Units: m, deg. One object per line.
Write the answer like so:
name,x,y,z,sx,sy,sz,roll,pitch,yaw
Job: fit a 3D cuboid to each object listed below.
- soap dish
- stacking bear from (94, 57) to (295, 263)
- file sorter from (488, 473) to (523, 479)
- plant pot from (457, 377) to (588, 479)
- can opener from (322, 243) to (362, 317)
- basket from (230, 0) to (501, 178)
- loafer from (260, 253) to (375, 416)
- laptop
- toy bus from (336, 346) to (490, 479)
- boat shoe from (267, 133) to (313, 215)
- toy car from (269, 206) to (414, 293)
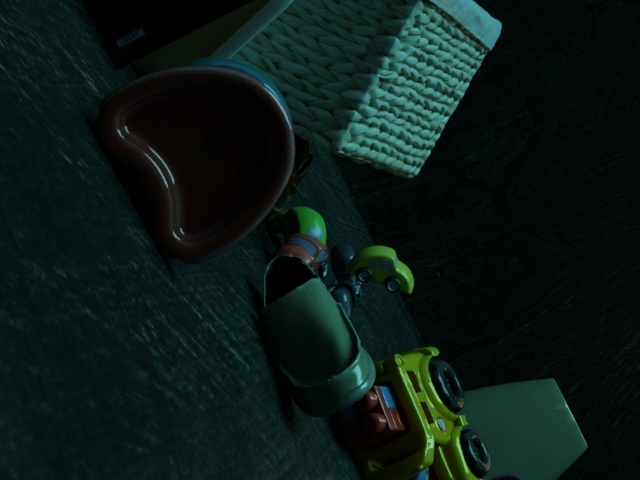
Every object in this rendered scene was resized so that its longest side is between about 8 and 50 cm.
soap dish,-0.158,-0.333,1.605,0.118,0.229,0.291,35,24,-40
stacking bear,-0.110,-0.106,1.349,0.175,0.164,0.289,62,2,-11
file sorter,0.222,0.448,1.549,0.291,0.202,0.182,61,5,-25
plant pot,0.292,0.345,2.227,0.256,0.274,0.256,62,7,-13
can opener,0.015,0.060,1.962,0.283,0.076,0.095,-35,119,-84
basket,0.019,-0.279,1.826,0.328,0.266,0.331,31,9,22
loafer,-0.018,0.101,1.507,0.092,0.102,0.268,59,-2,-29
laptop,-0.168,-0.356,1.479,0.136,0.234,0.264,60,7,-40
toy bus,0.103,0.253,1.718,0.211,0.149,0.220,11,54,-66
boat shoe,-0.061,-0.111,1.929,0.122,0.110,0.341,64,6,1
toy car,0.000,0.000,1.905,0.239,0.053,0.225,10,18,-35
